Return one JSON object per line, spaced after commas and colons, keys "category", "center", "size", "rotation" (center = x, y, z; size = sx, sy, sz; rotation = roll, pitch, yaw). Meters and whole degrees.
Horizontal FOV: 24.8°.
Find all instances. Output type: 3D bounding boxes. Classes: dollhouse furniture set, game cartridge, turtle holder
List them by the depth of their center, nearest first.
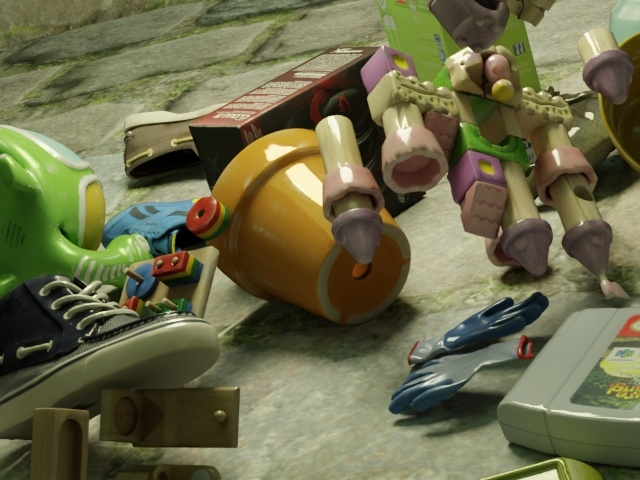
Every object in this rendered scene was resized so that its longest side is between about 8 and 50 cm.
{"category": "game cartridge", "center": [0.311, 0.125, 1.262], "size": [0.294, 0.060, 0.196], "rotation": [-3, 29, 36]}
{"category": "dollhouse furniture set", "center": [-0.169, 0.202, 1.337], "size": [0.123, 0.144, 0.151], "rotation": [-5, -12, 31]}
{"category": "turtle holder", "center": [-0.389, -0.041, 1.983], "size": [0.320, 0.243, 0.227], "rotation": [-5, 5, 31]}

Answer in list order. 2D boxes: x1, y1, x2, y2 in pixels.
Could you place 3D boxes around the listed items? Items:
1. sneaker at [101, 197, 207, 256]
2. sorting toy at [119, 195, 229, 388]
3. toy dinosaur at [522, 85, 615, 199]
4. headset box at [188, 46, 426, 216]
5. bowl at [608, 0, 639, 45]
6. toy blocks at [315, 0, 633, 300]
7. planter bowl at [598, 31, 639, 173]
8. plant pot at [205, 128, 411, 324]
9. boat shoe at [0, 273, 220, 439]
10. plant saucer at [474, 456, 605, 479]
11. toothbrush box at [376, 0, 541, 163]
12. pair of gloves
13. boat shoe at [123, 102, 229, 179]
{"category": "sneaker", "center": [-0.227, -0.009, 2.031], "size": [0.209, 0.069, 0.082], "rotation": [-9, 26, 24]}
{"category": "sorting toy", "center": [-0.188, 0.076, 1.598], "size": [0.132, 0.046, 0.274], "rotation": [-12, 54, 37]}
{"category": "toy dinosaur", "center": [0.321, -0.131, 1.809], "size": [0.313, 0.121, 0.160], "rotation": [-26, 11, -30]}
{"category": "headset box", "center": [-0.022, -0.095, 1.863], "size": [0.293, 0.218, 0.110], "rotation": [-32, 24, -35]}
{"category": "bowl", "center": [0.517, -0.284, 1.973], "size": [0.311, 0.163, 0.311], "rotation": [-16, 20, 6]}
{"category": "toy blocks", "center": [0.184, -0.077, 1.484], "size": [0.288, 0.309, 0.260], "rotation": [13, 45, -28]}
{"category": "planter bowl", "center": [0.418, -0.138, 1.719], "size": [0.217, 0.217, 0.090], "rotation": [-25, -14, -18]}
{"category": "plant pot", "center": [0.000, 0.000, 1.669], "size": [0.205, 0.205, 0.188], "rotation": [-27, 38, -22]}
{"category": "boat shoe", "center": [-0.243, 0.094, 1.505], "size": [0.340, 0.158, 0.127], "rotation": [-25, -23, 37]}
{"category": "plant saucer", "center": [0.142, 0.235, 1.129], "size": [0.188, 0.045, 0.188], "rotation": [-17, 20, 5]}
{"category": "toothbrush box", "center": [0.190, -0.239, 1.957], "size": [0.122, 0.283, 0.206], "rotation": [-23, 20, -14]}
{"category": "pair of gloves", "center": [0.149, 0.110, 1.441], "size": [0.159, 0.023, 0.198], "rotation": [-23, 12, 23]}
{"category": "boat shoe", "center": [-0.176, -0.158, 2.330], "size": [0.324, 0.097, 0.116], "rotation": [-4, -16, 26]}
